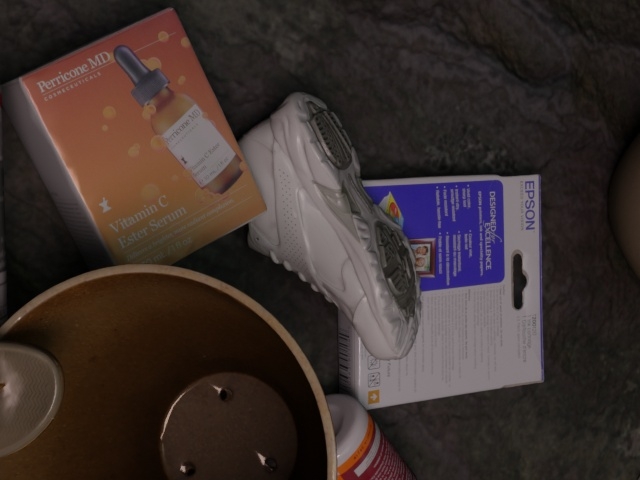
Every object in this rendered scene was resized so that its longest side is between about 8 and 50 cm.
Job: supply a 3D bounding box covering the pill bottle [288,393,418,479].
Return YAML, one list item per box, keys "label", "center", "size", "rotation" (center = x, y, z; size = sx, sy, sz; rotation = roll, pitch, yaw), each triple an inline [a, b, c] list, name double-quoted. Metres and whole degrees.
- label: "pill bottle"
  center: [0.036, 0.212, 0.881]
  size: [0.086, 0.086, 0.152]
  rotation: [-45, 119, -18]

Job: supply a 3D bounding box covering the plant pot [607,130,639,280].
- label: "plant pot"
  center: [0.400, -0.036, 1.004]
  size: [0.284, 0.191, 0.284]
  rotation: [-2, 95, -29]

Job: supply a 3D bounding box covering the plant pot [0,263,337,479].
- label: "plant pot"
  center: [-0.093, 0.147, 0.709]
  size: [0.237, 0.254, 0.237]
  rotation: [-1, 82, 7]

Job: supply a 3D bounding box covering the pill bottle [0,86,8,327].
- label: "pill bottle"
  center: [-0.288, 0.030, 0.658]
  size: [0.161, 0.161, 0.283]
  rotation: [-2, 94, -28]

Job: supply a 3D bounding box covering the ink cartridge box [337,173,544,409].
- label: "ink cartridge box"
  center: [0.113, 0.043, 0.938]
  size: [0.208, 0.045, 0.206]
  rotation: [-4, 95, -26]

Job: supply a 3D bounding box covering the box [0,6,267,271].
- label: "box"
  center: [-0.143, -0.069, 0.769]
  size: [0.130, 0.091, 0.171]
  rotation: [-32, 108, -23]

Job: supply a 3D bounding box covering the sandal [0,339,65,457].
- label: "sandal"
  center: [-0.236, 0.094, 0.566]
  size: [0.180, 0.049, 0.072]
  rotation: [0, 93, -13]

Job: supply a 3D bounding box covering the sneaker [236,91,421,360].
- label: "sneaker"
  center: [0.000, 0.000, 0.843]
  size: [0.090, 0.115, 0.232]
  rotation: [-22, 86, -62]

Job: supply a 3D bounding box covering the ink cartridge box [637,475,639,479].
- label: "ink cartridge box"
  center: [0.465, 0.271, 1.095]
  size: [0.176, 0.127, 0.128]
  rotation: [42, 74, -25]
